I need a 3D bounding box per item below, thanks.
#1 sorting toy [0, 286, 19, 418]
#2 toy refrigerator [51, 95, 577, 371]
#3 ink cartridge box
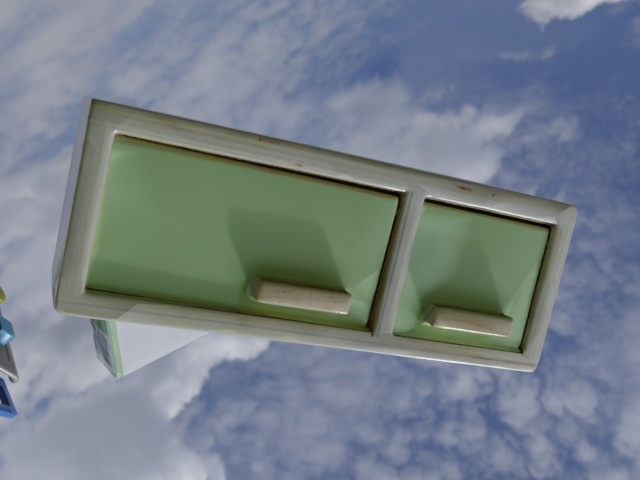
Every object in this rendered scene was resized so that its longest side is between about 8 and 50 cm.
[{"bbox_3d":[-0.495,0.091,1.110,0.047,0.196,0.347,-31,-127,-4],"label":"sorting toy"},{"bbox_3d":[0.000,0.000,0.427,0.269,0.102,0.094,11,-173,-22],"label":"toy refrigerator"},{"bbox_3d":[-0.160,0.044,0.926,0.235,0.171,0.056,-25,-137,-33],"label":"ink cartridge box"}]
